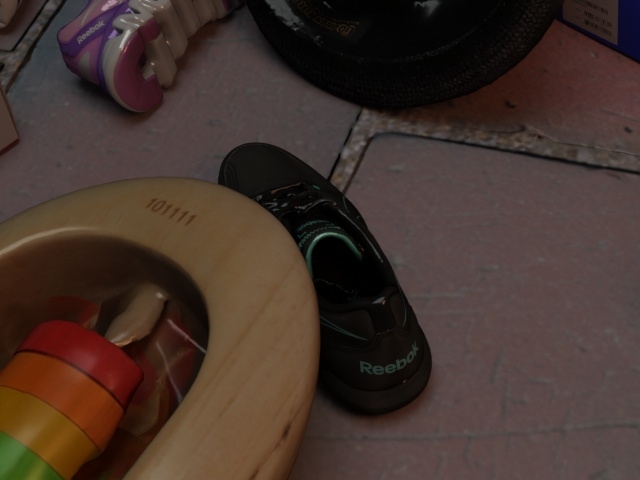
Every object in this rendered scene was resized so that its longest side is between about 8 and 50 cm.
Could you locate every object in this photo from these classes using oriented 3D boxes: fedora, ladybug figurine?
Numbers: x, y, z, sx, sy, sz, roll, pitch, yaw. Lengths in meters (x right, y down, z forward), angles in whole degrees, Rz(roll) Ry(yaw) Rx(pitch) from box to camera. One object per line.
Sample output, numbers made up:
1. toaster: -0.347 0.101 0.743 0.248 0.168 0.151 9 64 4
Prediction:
1. fedora: 0.086 -0.267 1.215 0.334 0.334 0.152 27 28 28
2. ladybug figurine: -0.172 0.151 0.926 0.305 0.162 0.449 24 56 27

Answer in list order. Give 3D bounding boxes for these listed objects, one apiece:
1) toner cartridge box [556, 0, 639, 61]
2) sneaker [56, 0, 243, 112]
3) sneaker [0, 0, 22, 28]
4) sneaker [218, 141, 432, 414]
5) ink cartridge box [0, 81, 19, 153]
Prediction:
1. toner cartridge box: 0.373 -0.275 1.266 0.348 0.075 0.165 -40 55 -23
2. sneaker: -0.145 -0.215 1.293 0.104 0.095 0.236 15 54 31
3. sneaker: -0.367 -0.285 1.385 0.235 0.094 0.153 9 50 16
4. sneaker: 0.000 0.000 1.070 0.101 0.106 0.267 -27 49 -13
5. ink cartridge box: -0.359 -0.113 1.246 0.127 0.072 0.175 -40 55 -23
